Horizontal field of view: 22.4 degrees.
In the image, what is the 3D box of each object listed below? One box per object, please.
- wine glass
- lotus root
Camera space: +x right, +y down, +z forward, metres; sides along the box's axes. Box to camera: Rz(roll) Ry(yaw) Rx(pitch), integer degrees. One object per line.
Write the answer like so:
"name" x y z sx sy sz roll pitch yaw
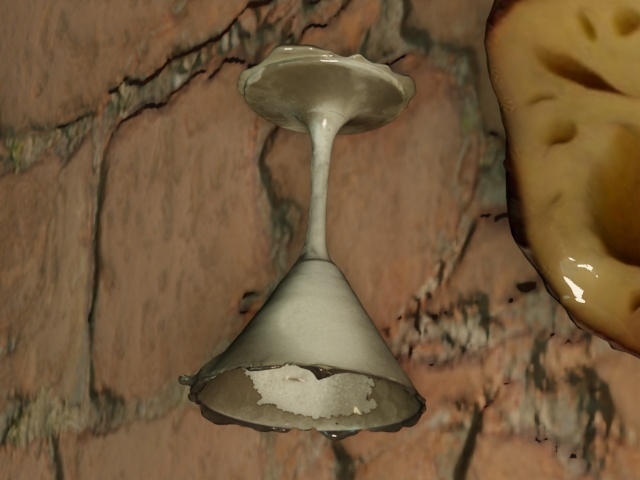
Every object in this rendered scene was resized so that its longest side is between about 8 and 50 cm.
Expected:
"wine glass" 0.000 0.000 0.822 0.122 0.122 0.182 -22 57 50
"lotus root" 0.171 -0.069 0.586 0.188 0.199 0.180 2 41 21
